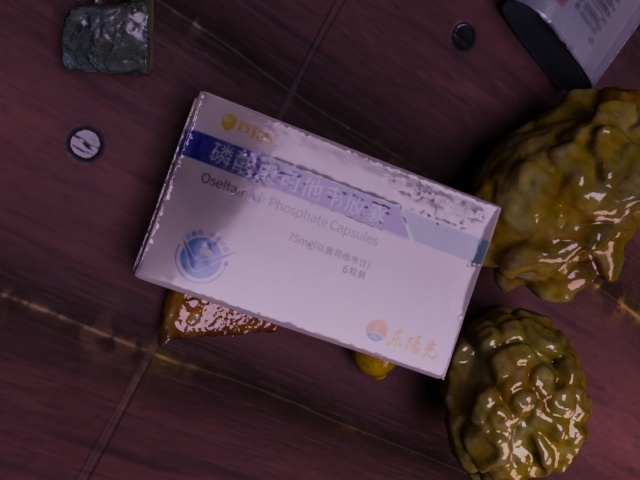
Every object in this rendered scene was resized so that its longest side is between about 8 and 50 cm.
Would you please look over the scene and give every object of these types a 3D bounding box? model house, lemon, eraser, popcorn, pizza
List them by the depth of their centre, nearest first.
[{"bbox_3d":[-0.204,-0.202,0.693,0.083,0.066,0.078,2,113,-8],"label":"model house"},{"bbox_3d":[-0.098,0.056,0.806,0.131,0.041,0.178,29,87,-22],"label":"pizza"},{"bbox_3d":[0.299,-0.056,0.879,0.286,0.215,0.252,-31,151,-11],"label":"popcorn"},{"bbox_3d":[0.069,0.137,0.895,0.062,0.062,0.083,-17,107,-21],"label":"lemon"},{"bbox_3d":[0.350,-0.326,0.909,0.174,0.081,0.227,40,83,-31],"label":"eraser"},{"bbox_3d":[0.246,0.202,0.929,0.181,0.217,0.235,-5,113,3],"label":"popcorn"}]

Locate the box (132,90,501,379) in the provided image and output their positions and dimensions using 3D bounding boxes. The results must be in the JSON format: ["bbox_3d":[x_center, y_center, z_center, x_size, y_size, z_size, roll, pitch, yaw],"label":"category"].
[{"bbox_3d":[0.000,0.000,0.761,0.343,0.065,0.200,20,88,-10],"label":"box"}]
